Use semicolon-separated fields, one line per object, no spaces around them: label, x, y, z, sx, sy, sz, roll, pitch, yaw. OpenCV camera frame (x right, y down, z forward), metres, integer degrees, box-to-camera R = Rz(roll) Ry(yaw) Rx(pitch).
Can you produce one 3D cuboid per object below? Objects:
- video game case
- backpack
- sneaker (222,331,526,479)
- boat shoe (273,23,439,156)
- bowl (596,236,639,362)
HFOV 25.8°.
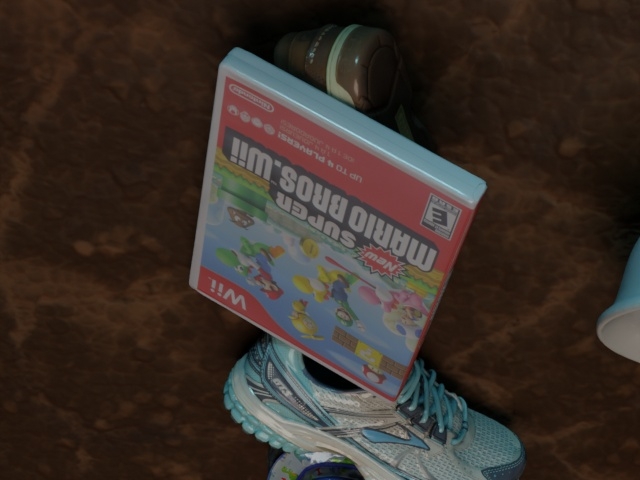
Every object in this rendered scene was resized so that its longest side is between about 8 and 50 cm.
video game case;0.000;0.000;1.058;0.204;0.025;0.285;29;146;10
backpack;0.008;0.220;1.310;0.114;0.084;0.105;20;128;-10
sneaker;0.063;0.149;1.227;0.283;0.110;0.122;19;127;-13
boat shoe;0.029;-0.062;1.062;0.095;0.095;0.257;10;138;27
bowl;0.360;0.020;1.033;0.298;0.134;0.298;8;166;2
